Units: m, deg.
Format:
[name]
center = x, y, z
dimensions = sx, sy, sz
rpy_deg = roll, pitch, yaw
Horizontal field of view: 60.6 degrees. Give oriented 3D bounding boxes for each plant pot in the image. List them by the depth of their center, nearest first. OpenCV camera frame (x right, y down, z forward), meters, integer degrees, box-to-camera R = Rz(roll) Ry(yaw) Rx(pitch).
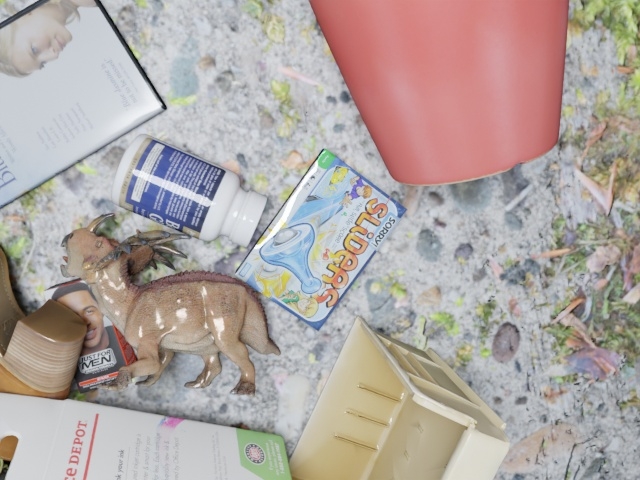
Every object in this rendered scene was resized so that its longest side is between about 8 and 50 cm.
[plant pot]
center = 0.144, -0.206, 0.604
dimensions = 0.275, 0.275, 0.243
rpy_deg = -18, 109, -3

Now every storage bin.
[storage bin]
center = 0.071, 0.267, 0.659
dimensions = 0.123, 0.260, 0.262
rpy_deg = 24, 95, -13

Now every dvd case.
[dvd case]
center = -0.345, -0.176, 0.668
dimensions = 0.253, 0.022, 0.180
rpy_deg = -31, 100, 0

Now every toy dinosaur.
[toy dinosaur]
center = -0.160, 0.078, 0.661
dimensions = 0.295, 0.127, 0.200
rpy_deg = 11, 76, -27

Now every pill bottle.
[pill bottle]
center = -0.155, -0.055, 0.668
dimensions = 0.169, 0.094, 0.094
rpy_deg = 23, 96, -8

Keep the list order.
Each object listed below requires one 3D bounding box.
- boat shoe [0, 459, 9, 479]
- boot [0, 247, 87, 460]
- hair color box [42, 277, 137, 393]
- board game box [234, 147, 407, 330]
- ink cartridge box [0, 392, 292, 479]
[boat shoe]
center = -0.449, 0.303, 0.699
dimensions = 0.228, 0.081, 0.069
rpy_deg = 32, 98, -7
[boot]
center = -0.433, 0.126, 0.676
dimensions = 0.283, 0.109, 0.220
rpy_deg = 32, 111, -1
[hair color box]
center = -0.293, 0.117, 0.706
dimensions = 0.072, 0.043, 0.141
rpy_deg = -17, 99, -3
[board game box]
center = 0.000, 0.000, 0.722
dimensions = 0.136, 0.035, 0.201
rpy_deg = 35, 94, -9
[ink cartridge box]
center = -0.207, 0.301, 0.600
dimensions = 0.353, 0.207, 0.119
rpy_deg = 18, 109, -20
